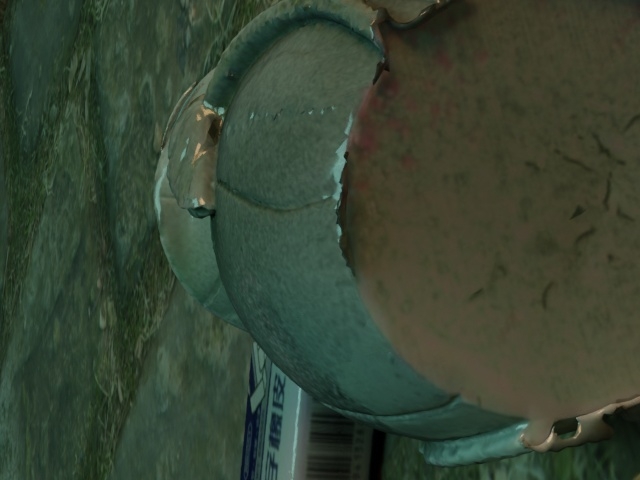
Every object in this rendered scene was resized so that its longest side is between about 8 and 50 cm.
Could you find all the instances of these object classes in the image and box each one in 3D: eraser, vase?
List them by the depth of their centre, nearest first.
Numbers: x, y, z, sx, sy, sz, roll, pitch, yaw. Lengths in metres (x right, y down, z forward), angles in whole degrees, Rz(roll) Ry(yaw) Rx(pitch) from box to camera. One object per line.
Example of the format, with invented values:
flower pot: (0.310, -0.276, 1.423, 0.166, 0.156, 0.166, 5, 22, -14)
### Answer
vase: (0.038, -0.022, 0.936, 0.445, 0.250, 0.250, -174, 90, -75)
eraser: (-0.012, 0.176, 1.247, 0.124, 0.068, 0.210, -174, 90, -71)

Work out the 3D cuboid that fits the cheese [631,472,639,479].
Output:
cheese: (0.157, 0.203, 0.649, 0.266, 0.127, 0.233, -113, 34, -58)
